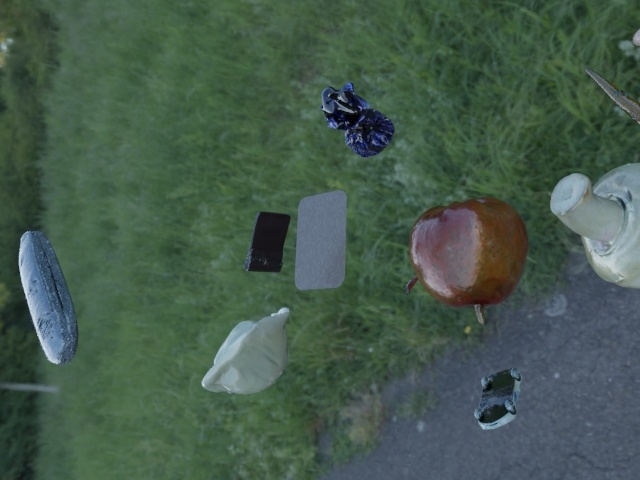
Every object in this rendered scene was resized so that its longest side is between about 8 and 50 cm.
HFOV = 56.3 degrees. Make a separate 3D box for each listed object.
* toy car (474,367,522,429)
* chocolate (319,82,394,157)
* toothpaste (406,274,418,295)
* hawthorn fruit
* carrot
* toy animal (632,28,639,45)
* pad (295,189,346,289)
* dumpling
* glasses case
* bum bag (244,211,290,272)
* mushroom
[{"bbox_3d":[0.426,0.377,1.420,0.095,0.056,0.205,-28,14,33],"label":"toy car"},{"bbox_3d":[0.075,-0.293,1.439,0.126,0.148,0.343,-56,-19,9],"label":"chocolate"},{"bbox_3d":[0.335,0.045,1.648,0.301,0.048,0.075,-36,1,-27],"label":"toothpaste"},{"bbox_3d":[0.347,0.053,1.392,0.277,0.276,0.298,134,129,-64],"label":"hawthorn fruit"},{"bbox_3d":[0.813,-0.392,1.627,0.254,0.049,0.049,54,140,27],"label":"carrot"},{"bbox_3d":[0.771,-0.418,1.121,0.256,0.195,0.213,-37,11,-7],"label":"toy animal"},{"bbox_3d":[0.000,0.000,1.623,0.176,0.002,0.266,-9,73,40],"label":"pad"},{"bbox_3d":[-0.187,0.322,1.724,0.318,0.187,0.243,-38,-18,-39],"label":"dumpling"},{"bbox_3d":[-0.524,0.105,1.145,0.109,0.067,0.282,-51,59,36],"label":"glasses case"},{"bbox_3d":[-0.131,0.006,1.520,0.026,0.109,0.160,27,108,48],"label":"bum bag"},{"bbox_3d":[0.770,-0.065,1.485,0.315,0.356,0.315,-30,13,8],"label":"mushroom"}]
